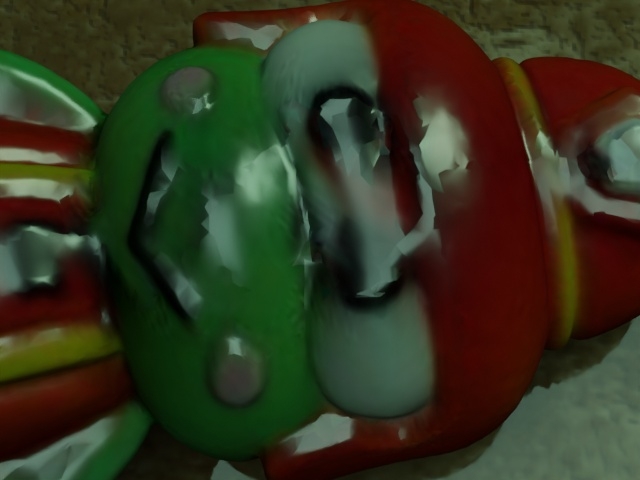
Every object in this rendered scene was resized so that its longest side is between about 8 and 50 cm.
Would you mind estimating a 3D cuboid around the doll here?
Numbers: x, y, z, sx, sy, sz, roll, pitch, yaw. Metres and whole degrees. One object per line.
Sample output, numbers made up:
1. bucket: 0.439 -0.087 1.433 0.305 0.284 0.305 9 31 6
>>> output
1. doll: 0.000 0.000 0.505 0.363 0.160 0.183 -10 77 -1
